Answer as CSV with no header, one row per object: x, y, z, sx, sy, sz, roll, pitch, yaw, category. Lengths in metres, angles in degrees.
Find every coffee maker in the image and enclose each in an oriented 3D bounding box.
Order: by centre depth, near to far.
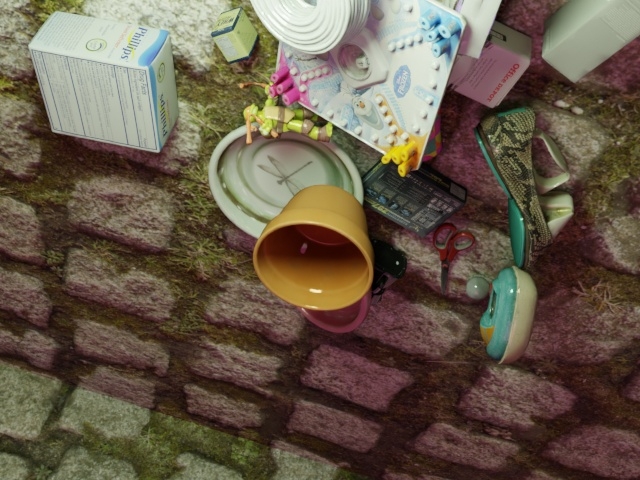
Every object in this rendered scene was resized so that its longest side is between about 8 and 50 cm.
0.136,0.082,2.285,0.171,0.120,0.178,48,139,10,coffee maker

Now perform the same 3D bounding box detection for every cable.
-0.026,-0.470,1.477,0.257,0.089,0.257,41,144,7,cable

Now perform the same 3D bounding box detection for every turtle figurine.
-0.083,-0.269,1.822,0.217,0.269,0.087,6,126,-6,turtle figurine

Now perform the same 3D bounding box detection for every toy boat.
0.474,0.178,2.142,0.148,0.318,0.267,7,107,2,toy boat

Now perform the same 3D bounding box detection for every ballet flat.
0.503,-0.115,1.896,0.182,0.164,0.483,-18,130,11,ballet flat

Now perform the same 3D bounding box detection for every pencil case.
0.226,-0.290,1.814,0.104,0.104,0.236,4,142,14,pencil case

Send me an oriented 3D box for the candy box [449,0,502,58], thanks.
0.291,-0.468,1.497,0.070,0.196,0.165,12,141,-1,candy box

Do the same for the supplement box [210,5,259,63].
-0.187,-0.450,1.766,0.056,0.083,0.083,-10,135,27,supplement box

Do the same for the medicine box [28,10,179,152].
-0.504,-0.373,1.911,0.289,0.149,0.263,11,141,5,medicine box

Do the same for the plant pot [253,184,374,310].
0.000,0.000,1.963,0.291,0.203,0.291,8,134,8,plant pot

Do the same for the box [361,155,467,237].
0.225,-0.118,2.043,0.233,0.059,0.183,28,139,-16,box

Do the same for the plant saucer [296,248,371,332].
0.020,0.096,2.254,0.332,0.084,0.332,26,131,33,plant saucer

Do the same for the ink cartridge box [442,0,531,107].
0.314,-0.387,1.673,0.203,0.086,0.148,23,141,-10,ink cartridge box

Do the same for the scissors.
0.341,0.054,2.244,0.109,0.021,0.297,14,142,-2,scissors

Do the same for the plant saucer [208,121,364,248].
-0.081,-0.157,2.048,0.400,0.100,0.400,8,134,8,plant saucer

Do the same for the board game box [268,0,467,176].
0.068,-0.359,1.613,0.390,0.050,0.390,33,143,17,board game box

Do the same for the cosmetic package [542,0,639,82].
0.540,-0.425,1.524,0.107,0.127,0.238,34,136,-22,cosmetic package
